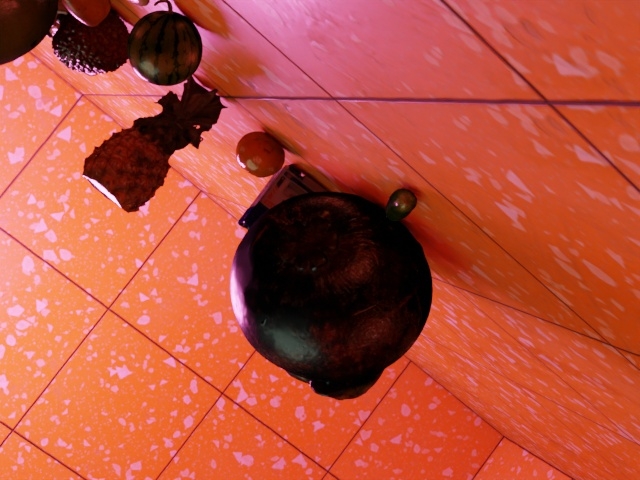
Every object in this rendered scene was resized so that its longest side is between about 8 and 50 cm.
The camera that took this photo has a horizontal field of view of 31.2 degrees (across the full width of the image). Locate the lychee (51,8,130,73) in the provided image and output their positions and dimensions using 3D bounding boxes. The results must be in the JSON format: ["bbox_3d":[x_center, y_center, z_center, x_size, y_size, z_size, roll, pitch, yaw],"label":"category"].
[{"bbox_3d":[-0.365,-0.325,1.845,0.129,0.123,0.123,9,-173,-23],"label":"lychee"}]

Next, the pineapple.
[{"bbox_3d":[-0.266,-0.163,1.852,0.128,0.248,0.128,41,170,9],"label":"pineapple"}]

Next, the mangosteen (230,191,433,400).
[{"bbox_3d":[0.019,0.079,1.768,0.330,0.330,0.330,37,174,4],"label":"mangosteen"}]

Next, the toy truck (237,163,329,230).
[{"bbox_3d":[0.000,0.000,1.998,0.268,0.155,0.124,36,175,-9],"label":"toy truck"}]

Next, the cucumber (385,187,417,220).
[{"bbox_3d":[0.106,-0.048,1.530,0.037,0.037,0.155,38,173,0],"label":"cucumber"}]

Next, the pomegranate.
[{"bbox_3d":[-0.533,-0.392,1.773,0.254,0.254,0.271,36,148,20],"label":"pomegranate"}]

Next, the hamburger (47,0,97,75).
[{"bbox_3d":[-0.401,-0.354,2.023,0.102,0.087,0.176,19,156,34],"label":"hamburger"}]

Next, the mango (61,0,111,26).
[{"bbox_3d":[-0.357,-0.369,1.704,0.080,0.060,0.114,53,-175,30],"label":"mango"}]

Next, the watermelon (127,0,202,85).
[{"bbox_3d":[-0.201,-0.255,1.494,0.109,0.109,0.109,37,174,4],"label":"watermelon"}]

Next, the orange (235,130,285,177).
[{"bbox_3d":[-0.100,-0.140,1.887,0.083,0.070,0.083,37,179,1],"label":"orange"}]

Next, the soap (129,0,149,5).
[{"bbox_3d":[-0.286,-0.360,1.471,0.168,0.033,0.089,40,171,-13],"label":"soap"}]
